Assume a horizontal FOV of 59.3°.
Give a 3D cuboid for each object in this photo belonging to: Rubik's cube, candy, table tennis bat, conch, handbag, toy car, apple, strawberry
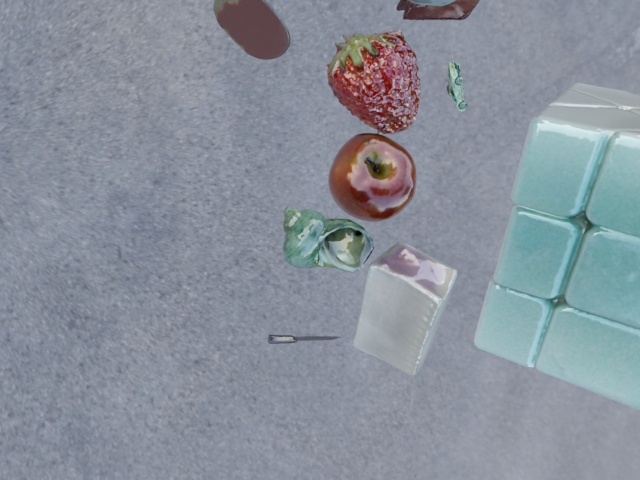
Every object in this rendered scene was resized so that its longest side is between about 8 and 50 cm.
[{"bbox_3d":[0.417,-0.004,0.724,0.318,0.321,0.316,-35,136,-54],"label":"Rubik's cube"},{"bbox_3d":[0.220,0.190,1.519,0.145,0.208,0.359,-47,154,-40],"label":"candy"},{"bbox_3d":[-0.149,-0.415,1.001,0.234,0.131,0.022,44,56,-34],"label":"table tennis bat"},{"bbox_3d":[0.003,-0.001,1.224,0.188,0.176,0.122,17,56,-28],"label":"conch"},{"bbox_3d":[0.396,-0.787,1.707,0.275,0.260,0.084,-14,70,-26],"label":"handbag"},{"bbox_3d":[0.445,-0.501,1.850,0.186,0.058,0.093,61,22,-50],"label":"toy car"},{"bbox_3d":[0.128,-0.147,1.413,0.230,0.230,0.230,-6,101,-35],"label":"apple"},{"bbox_3d":[0.174,-0.450,1.696,0.292,0.292,0.343,-43,122,-23],"label":"strawberry"}]

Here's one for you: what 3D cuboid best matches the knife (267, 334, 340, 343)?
[{"bbox_3d":[-0.052,0.303,1.742,0.230,0.060,0.028,-1,70,5],"label":"knife"}]

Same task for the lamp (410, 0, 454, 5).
[{"bbox_3d":[0.295,-0.626,1.361,0.246,0.179,0.108,-11,98,-40],"label":"lamp"}]
